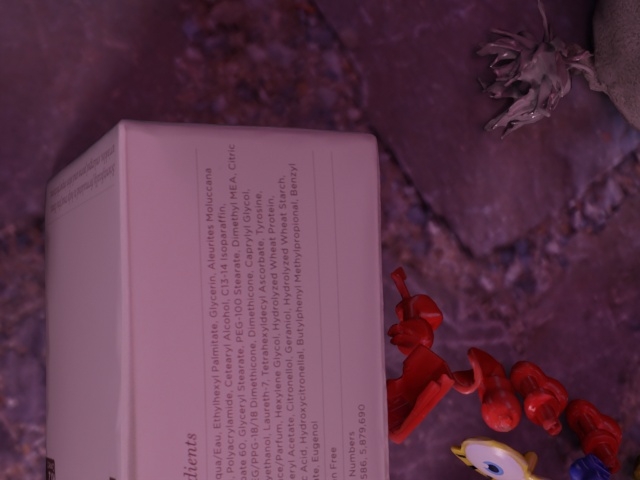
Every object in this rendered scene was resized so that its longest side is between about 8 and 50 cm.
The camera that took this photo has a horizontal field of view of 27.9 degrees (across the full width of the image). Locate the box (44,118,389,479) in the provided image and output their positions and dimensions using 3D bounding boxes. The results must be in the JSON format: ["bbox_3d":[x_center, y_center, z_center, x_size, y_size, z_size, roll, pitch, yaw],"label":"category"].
[{"bbox_3d":[-0.058,0.047,0.615,0.119,0.181,0.181,0,84,-22],"label":"box"}]

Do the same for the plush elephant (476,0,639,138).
[{"bbox_3d":[0.275,-0.155,0.727,0.330,0.255,0.271,-23,93,-22],"label":"plush elephant"}]

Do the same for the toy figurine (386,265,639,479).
[{"bbox_3d":[0.110,0.212,0.718,0.362,0.191,0.217,36,103,-22],"label":"toy figurine"}]
